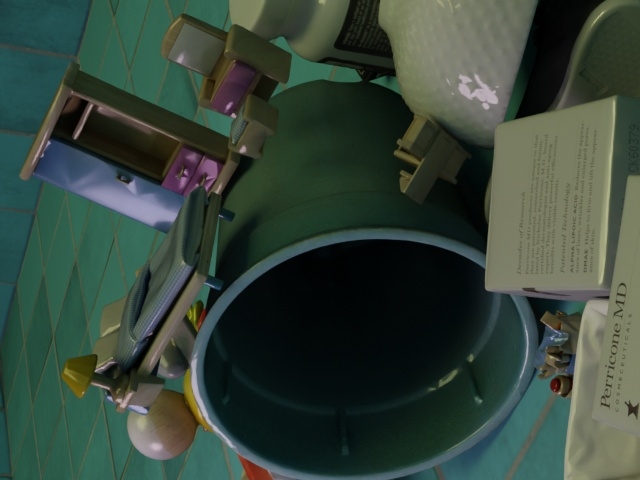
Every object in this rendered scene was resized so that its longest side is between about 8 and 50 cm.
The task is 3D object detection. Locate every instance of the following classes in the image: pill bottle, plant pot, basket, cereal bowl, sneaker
[{"bbox_3d":[0.052,-0.266,1.546,0.162,0.278,0.162,-173,90,-67],"label":"pill bottle"},{"bbox_3d":[0.029,0.021,1.497,0.334,0.341,0.341,-99,26,-52],"label":"plant pot"},{"bbox_3d":[0.272,0.136,1.124,0.113,0.103,0.167,-177,93,-67],"label":"basket"},{"bbox_3d":[0.141,-0.264,1.340,0.339,0.141,0.339,14,-90,-85],"label":"cereal bowl"},{"bbox_3d":[0.231,-0.141,1.329,0.147,0.104,0.296,-91,18,-47],"label":"sneaker"}]

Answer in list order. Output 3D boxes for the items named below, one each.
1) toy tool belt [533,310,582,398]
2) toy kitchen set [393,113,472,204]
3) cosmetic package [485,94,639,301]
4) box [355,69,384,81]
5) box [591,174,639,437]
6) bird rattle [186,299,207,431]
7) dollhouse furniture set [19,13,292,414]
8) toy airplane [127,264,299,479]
[{"bbox_3d":[0.220,0.106,1.325,0.052,0.051,0.083,-132,52,-62],"label":"toy tool belt"},{"bbox_3d":[0.081,-0.078,1.331,0.075,0.083,0.068,28,87,42],"label":"toy kitchen set"},{"bbox_3d":[0.248,-0.026,1.167,0.183,0.151,0.152,173,103,-68],"label":"cosmetic package"},{"bbox_3d":[0.057,-0.327,1.762,0.191,0.045,0.184,58,146,15],"label":"box"},{"bbox_3d":[0.303,0.055,0.968,0.119,0.181,0.181,-167,85,-67],"label":"box"},{"bbox_3d":[-0.105,0.153,1.944,0.143,0.253,0.207,10,55,53],"label":"bird rattle"},{"bbox_3d":[-0.186,-0.037,1.363,0.286,0.198,0.303,-56,18,36],"label":"dollhouse furniture set"},{"bbox_3d":[-0.103,0.216,1.674,0.384,0.272,0.386,10,-116,-75],"label":"toy airplane"}]
